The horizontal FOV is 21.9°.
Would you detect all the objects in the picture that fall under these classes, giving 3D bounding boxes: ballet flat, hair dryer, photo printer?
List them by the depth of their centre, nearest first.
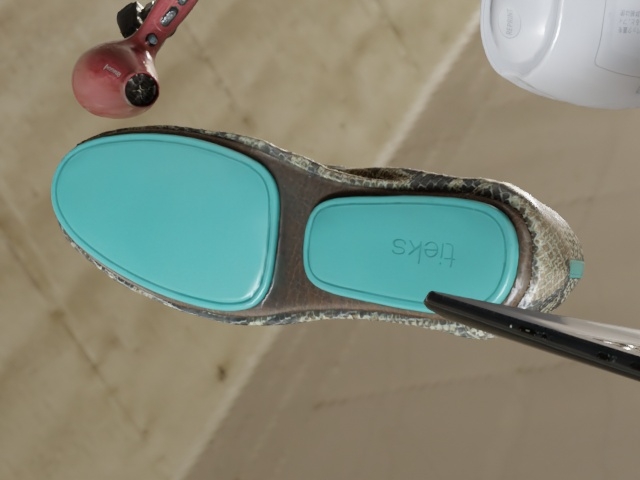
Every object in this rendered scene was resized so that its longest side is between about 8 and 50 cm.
[{"bbox_3d":[0.252,-0.261,1.345,0.256,0.308,0.107,-4,-164,-39],"label":"photo printer"},{"bbox_3d":[0.000,0.000,1.426,0.482,0.164,0.182,8,-179,29],"label":"ballet flat"},{"bbox_3d":[-0.180,-0.223,1.700,0.223,0.080,0.293,-47,-155,36],"label":"hair dryer"}]

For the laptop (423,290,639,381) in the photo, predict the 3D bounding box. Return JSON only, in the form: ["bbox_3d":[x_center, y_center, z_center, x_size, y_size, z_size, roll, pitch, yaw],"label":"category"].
[{"bbox_3d":[0.355,0.001,0.996,0.408,0.382,0.236,17,-87,46],"label":"laptop"}]
